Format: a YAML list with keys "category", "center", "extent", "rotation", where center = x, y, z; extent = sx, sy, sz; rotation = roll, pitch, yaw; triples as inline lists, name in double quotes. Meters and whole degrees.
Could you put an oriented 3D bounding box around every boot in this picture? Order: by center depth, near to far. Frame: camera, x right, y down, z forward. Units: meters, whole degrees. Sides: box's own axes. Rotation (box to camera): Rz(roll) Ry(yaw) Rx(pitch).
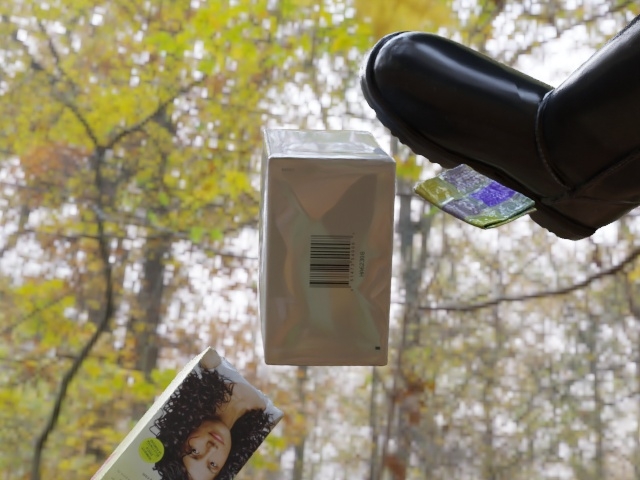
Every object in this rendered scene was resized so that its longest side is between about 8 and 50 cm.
- category: "boot"
  center: [0.284, -0.176, 1.258]
  extent: [0.367, 0.146, 0.445]
  rotation: [29, -22, -13]

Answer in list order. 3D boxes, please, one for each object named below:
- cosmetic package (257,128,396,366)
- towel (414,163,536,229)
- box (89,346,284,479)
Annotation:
- category: "cosmetic package"
  center: [0.000, 0.000, 1.349]
  extent: [0.138, 0.224, 0.225]
  rotation: [1, 12, -3]
- category: "towel"
  center: [0.118, -0.034, 0.931]
  extent: [0.060, 0.083, 0.009]
  rotation: [-21, -54, -29]
- category: "box"
  center: [-0.132, 0.196, 0.929]
  extent: [0.087, 0.232, 0.058]
  rotation: [42, -28, -7]
